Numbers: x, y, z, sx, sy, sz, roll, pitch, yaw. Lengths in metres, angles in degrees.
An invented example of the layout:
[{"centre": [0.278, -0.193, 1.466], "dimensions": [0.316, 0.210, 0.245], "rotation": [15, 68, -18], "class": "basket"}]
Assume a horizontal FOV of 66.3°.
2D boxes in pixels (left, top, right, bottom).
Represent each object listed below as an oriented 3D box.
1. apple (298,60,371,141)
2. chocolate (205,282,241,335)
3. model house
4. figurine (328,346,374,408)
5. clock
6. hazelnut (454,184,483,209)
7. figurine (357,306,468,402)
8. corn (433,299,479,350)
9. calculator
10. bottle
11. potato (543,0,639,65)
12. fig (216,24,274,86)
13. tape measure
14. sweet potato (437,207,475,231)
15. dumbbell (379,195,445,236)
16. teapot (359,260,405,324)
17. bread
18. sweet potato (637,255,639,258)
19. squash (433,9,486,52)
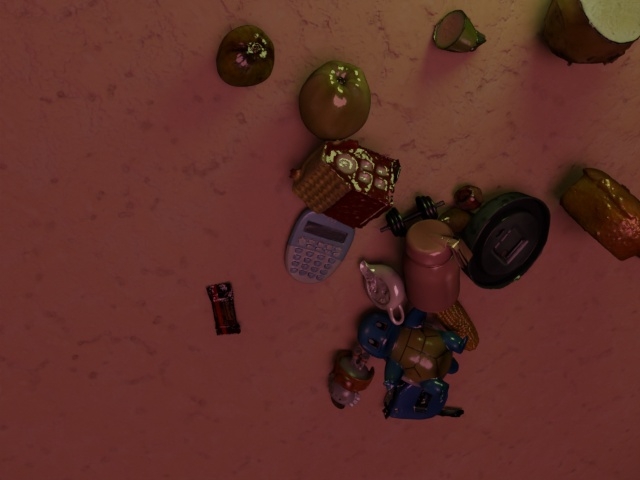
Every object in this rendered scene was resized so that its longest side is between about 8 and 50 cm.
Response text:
[{"centre": [0.036, -0.352, 1.241], "dimensions": [0.199, 0.200, 0.200], "rotation": [-4, 115, -10], "class": "apple"}, {"centre": [-0.299, 0.216, 1.523], "dimensions": [0.085, 0.028, 0.183], "rotation": [-9, 115, 1], "class": "chocolate"}, {"centre": [0.054, -0.159, 1.307], "dimensions": [0.253, 0.160, 0.196], "rotation": [18, 154, -21], "class": "model house"}, {"centre": [0.098, 0.475, 1.675], "dimensions": [0.143, 0.143, 0.272], "rotation": [1, 134, -12], "class": "figurine"}, {"centre": [0.579, 0.003, 1.540], "dimensions": [0.324, 0.067, 0.326], "rotation": [-13, 122, -21], "class": "clock"}, {"centre": [0.452, -0.129, 1.493], "dimensions": [0.086, 0.086, 0.087], "rotation": [-4, 115, -10], "class": "hazelnut"}, {"centre": [0.330, 0.357, 1.603], "dimensions": [0.415, 0.243, 0.298], "rotation": [26, 89, -22], "class": "figurine"}, {"centre": [0.451, 0.263, 1.660], "dimensions": [0.102, 0.102, 0.313], "rotation": [-39, 119, 7], "class": "corn"}, {"centre": [0.000, 0.000, 1.476], "dimensions": [0.188, 0.042, 0.303], "rotation": [18, 110, -18], "class": "calculator"}, {"centre": [0.341, 0.075, 1.445], "dimensions": [0.173, 0.206, 0.297], "rotation": [-48, 145, -26], "class": "bottle"}, {"centre": [0.707, -0.602, 1.276], "dimensions": [0.246, 0.196, 0.300], "rotation": [29, 78, -8], "class": "potato"}, {"centre": [-0.183, -0.443, 1.191], "dimensions": [0.152, 0.121, 0.136], "rotation": [-28, 112, 3], "class": "fig"}, {"centre": [0.417, 0.571, 1.795], "dimensions": [0.350, 0.098, 0.216], "rotation": [8, 113, -17], "class": "tape measure"}, {"centre": [0.445, -0.062, 1.524], "dimensions": [0.269, 0.075, 0.075], "rotation": [2, 115, -31], "class": "sweet potato"}, {"centre": [0.274, -0.072, 1.467], "dimensions": [0.208, 0.099, 0.099], "rotation": [-24, 117, 1], "class": "dumbbell"}, {"centre": [0.206, 0.154, 1.533], "dimensions": [0.092, 0.145, 0.227], "rotation": [-23, 82, -36], "class": "teapot"}, {"centre": [0.878, -0.078, 1.487], "dimensions": [0.312, 0.312, 0.172], "rotation": [34, 117, -23], "class": "bread"}, {"centre": [1.134, 0.025, 1.711], "dimensions": [0.232, 0.062, 0.081], "rotation": [23, 106, -23], "class": "sweet potato"}, {"centre": [0.380, -0.531, 1.296], "dimensions": [0.132, 0.105, 0.105], "rotation": [13, 112, -37], "class": "squash"}]
